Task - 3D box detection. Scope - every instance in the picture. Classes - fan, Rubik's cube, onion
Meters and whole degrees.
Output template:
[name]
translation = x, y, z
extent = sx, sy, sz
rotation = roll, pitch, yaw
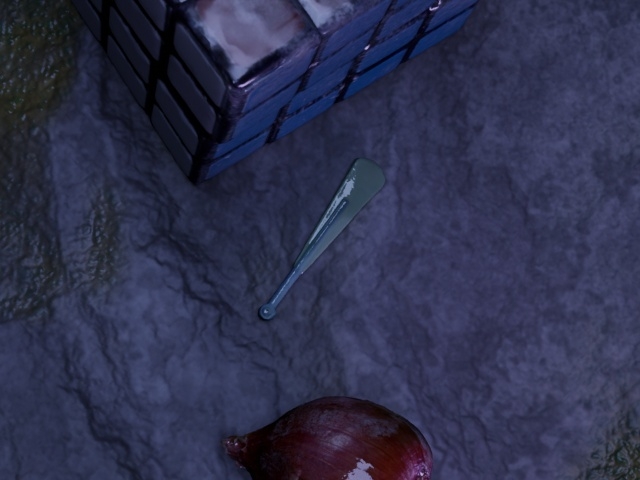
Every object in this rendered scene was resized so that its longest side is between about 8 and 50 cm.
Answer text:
[fan]
translation = 0.000, 0.000, 1.571
extent = 0.038, 0.016, 0.193
rotation = 36, 75, -2
[Rubik's cube]
translation = -0.052, -0.302, 1.466
extent = 0.344, 0.337, 0.343
rotation = -33, 84, -12
[onion]
translation = 0.002, 0.207, 1.463
extent = 0.195, 0.159, 0.159
rotation = 19, 75, 17
